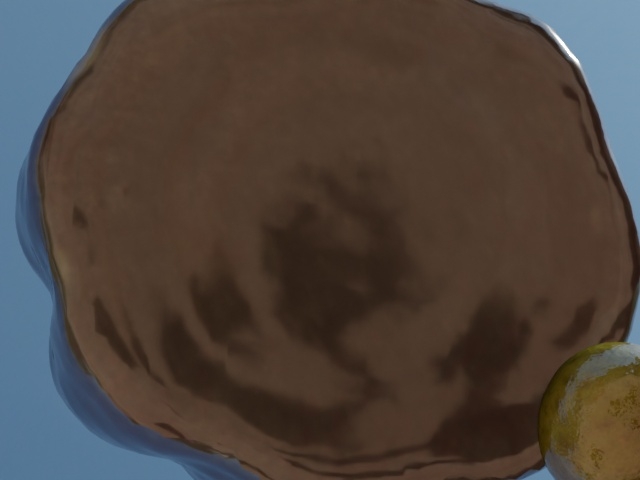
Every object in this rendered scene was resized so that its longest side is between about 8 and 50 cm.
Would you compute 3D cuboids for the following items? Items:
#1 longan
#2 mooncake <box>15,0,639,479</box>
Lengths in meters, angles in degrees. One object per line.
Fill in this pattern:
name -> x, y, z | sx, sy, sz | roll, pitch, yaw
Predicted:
longan -> 0.132, 0.076, 0.665 | 0.083, 0.075, 0.075 | -21, -86, 31
mooncake -> 0.000, 0.000, 0.811 | 0.306, 0.154, 0.306 | 3, -101, -14
